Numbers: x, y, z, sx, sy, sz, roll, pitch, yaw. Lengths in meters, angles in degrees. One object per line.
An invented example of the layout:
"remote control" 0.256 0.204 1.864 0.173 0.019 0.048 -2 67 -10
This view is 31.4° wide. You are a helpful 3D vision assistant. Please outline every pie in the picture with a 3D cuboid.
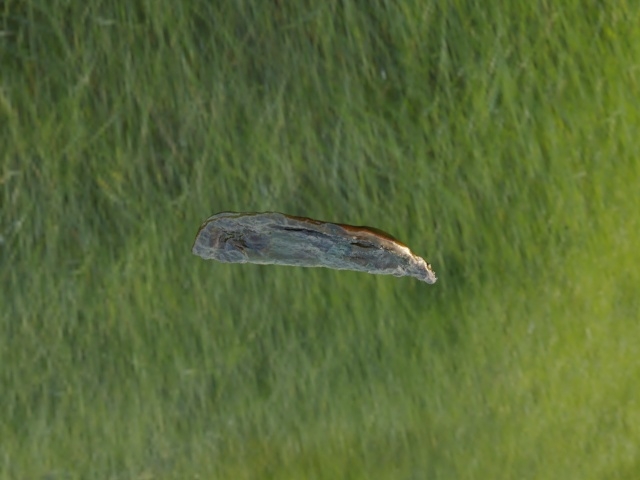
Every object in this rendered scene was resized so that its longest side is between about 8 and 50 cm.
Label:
"pie" -0.002 -0.001 0.848 0.191 0.033 0.088 7 161 -2
